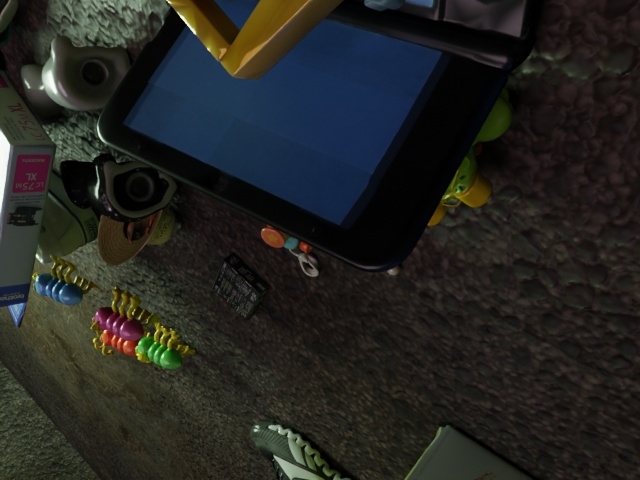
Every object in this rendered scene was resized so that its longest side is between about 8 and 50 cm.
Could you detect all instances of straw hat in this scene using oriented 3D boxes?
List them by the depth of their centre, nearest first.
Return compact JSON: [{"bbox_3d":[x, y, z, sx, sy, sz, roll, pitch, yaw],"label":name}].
[{"bbox_3d":[-0.226,-0.024,0.852,0.144,0.144,0.061,6,167,44],"label":"straw hat"}]

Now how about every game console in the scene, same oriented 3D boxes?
[{"bbox_3d":[-0.026,-0.165,0.416,0.293,0.173,0.250,25,139,28],"label":"game console"}]

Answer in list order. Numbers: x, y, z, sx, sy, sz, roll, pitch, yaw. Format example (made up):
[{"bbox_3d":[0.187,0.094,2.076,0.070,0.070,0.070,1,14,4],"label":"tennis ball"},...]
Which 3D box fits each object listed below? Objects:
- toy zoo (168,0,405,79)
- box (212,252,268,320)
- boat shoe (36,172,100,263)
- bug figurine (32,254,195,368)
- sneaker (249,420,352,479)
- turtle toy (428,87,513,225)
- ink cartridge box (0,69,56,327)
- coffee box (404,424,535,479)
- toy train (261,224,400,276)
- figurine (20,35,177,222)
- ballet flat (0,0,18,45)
[{"bbox_3d":[-0.052,-0.236,0.384,0.293,0.030,0.192,52,120,15],"label":"toy zoo"},{"bbox_3d":[-0.106,0.062,0.851,0.067,0.018,0.083,42,144,9],"label":"box"},{"bbox_3d":[-0.543,-0.075,1.063,0.367,0.156,0.136,36,143,15],"label":"boat shoe"},{"bbox_3d":[-0.332,0.136,1.047,0.216,0.072,0.279,15,153,28],"label":"bug figurine"},{"bbox_3d":[-0.032,0.373,0.993,0.234,0.106,0.078,34,142,19],"label":"sneaker"},{"bbox_3d":[0.086,-0.069,0.479,0.095,0.066,0.130,32,149,-22],"label":"turtle toy"},{"bbox_3d":[-0.440,-0.047,0.875,0.186,0.065,0.311,46,129,31],"label":"ink cartridge box"},{"bbox_3d":[0.161,0.484,0.693,0.334,0.337,0.338,30,142,24],"label":"coffee box"},{"bbox_3d":[0.000,0.000,0.655,0.166,0.046,0.125,-17,110,52],"label":"toy train"},{"bbox_3d":[-0.292,-0.131,0.795,0.209,0.092,0.215,5,118,49],"label":"figurine"},{"bbox_3d":[-0.391,-0.324,0.749,0.087,0.083,0.247,23,145,-7],"label":"ballet flat"}]
